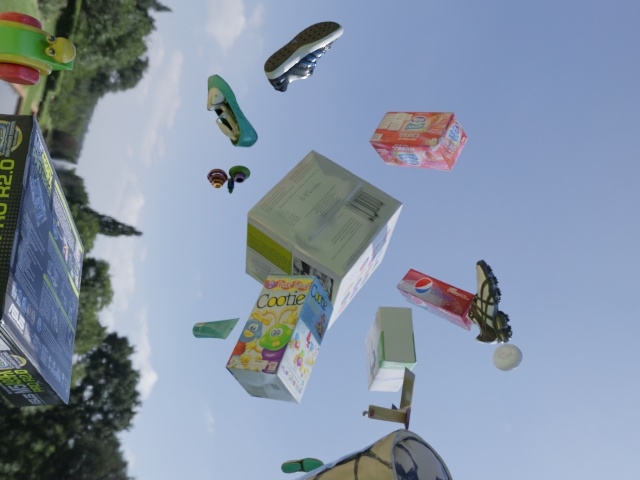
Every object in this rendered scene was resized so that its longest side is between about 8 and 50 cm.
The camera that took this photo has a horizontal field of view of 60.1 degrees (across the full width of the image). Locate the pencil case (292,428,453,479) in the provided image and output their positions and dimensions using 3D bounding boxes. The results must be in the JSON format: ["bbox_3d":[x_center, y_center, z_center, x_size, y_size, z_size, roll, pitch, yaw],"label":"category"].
[{"bbox_3d":[0.029,0.467,0.917,0.410,0.160,0.183,-36,-101,24],"label":"pencil case"}]

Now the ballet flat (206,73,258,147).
[{"bbox_3d":[-0.272,-0.371,1.582,0.083,0.087,0.247,-38,-97,44],"label":"ballet flat"}]

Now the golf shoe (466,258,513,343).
[{"bbox_3d":[0.373,0.145,1.277,0.094,0.077,0.198,-17,-98,28],"label":"golf shoe"}]

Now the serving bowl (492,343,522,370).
[{"bbox_3d":[0.510,0.317,1.521,0.083,0.027,0.083,-26,-144,20],"label":"serving bowl"}]

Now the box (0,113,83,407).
[{"bbox_3d":[-0.312,0.037,0.584,0.270,0.060,0.216,112,-26,-59],"label":"box"}]

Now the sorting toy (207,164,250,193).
[{"bbox_3d":[-0.214,-0.140,1.299,0.061,0.102,0.042,82,3,-58],"label":"sorting toy"}]

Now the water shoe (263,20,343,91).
[{"bbox_3d":[-0.034,-0.415,1.245,0.203,0.080,0.073,-33,-128,-3],"label":"water shoe"}]

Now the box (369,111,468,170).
[{"bbox_3d":[0.349,-0.363,1.993,0.300,0.142,0.154,13,-113,44],"label":"box"}]

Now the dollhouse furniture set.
[{"bbox_3d":[0.119,0.262,0.956,0.091,0.081,0.114,-48,144,-71],"label":"dollhouse furniture set"}]

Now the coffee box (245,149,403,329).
[{"bbox_3d":[0.000,0.000,1.716,0.337,0.338,0.334,-48,163,-32],"label":"coffee box"}]

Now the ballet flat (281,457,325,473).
[{"bbox_3d":[-0.060,0.803,1.988,0.052,0.168,0.057,-3,86,-76],"label":"ballet flat"}]

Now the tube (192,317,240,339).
[{"bbox_3d":[-0.323,0.273,1.702,0.207,0.052,0.080,-13,-139,49],"label":"tube"}]

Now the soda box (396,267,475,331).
[{"bbox_3d":[0.364,0.178,1.705,0.083,0.092,0.263,-49,-140,-15],"label":"soda box"}]

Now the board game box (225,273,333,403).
[{"bbox_3d":[-0.091,0.233,1.354,0.142,0.144,0.275,0,-133,27],"label":"board game box"}]

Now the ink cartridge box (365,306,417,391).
[{"bbox_3d":[0.182,0.291,1.468,0.212,0.093,0.154,98,-6,-56],"label":"ink cartridge box"}]

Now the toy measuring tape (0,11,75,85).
[{"bbox_3d":[-0.577,-0.332,0.963,0.121,0.331,0.121,5,90,-73],"label":"toy measuring tape"}]
